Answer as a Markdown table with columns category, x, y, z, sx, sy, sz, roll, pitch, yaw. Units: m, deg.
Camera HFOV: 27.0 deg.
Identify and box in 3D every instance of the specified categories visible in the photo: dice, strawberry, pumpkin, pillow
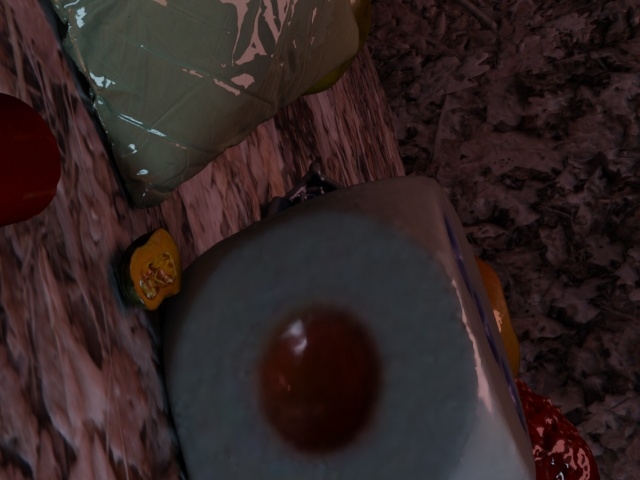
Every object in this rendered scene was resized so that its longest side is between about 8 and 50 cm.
| category | x | y | z | sx | sy | sz | roll | pitch | yaw |
| --- | --- | --- | --- | --- | --- | --- | --- | --- | --- |
| dice | 0.026 | 0.114 | 1.065 | 0.251 | 0.243 | 0.259 | 30 | 40 | -74 |
| strawberry | 0.185 | 0.253 | 1.541 | 0.277 | 0.257 | 0.257 | 64 | 2 | 32 |
| pumpkin | -0.128 | 0.022 | 0.962 | 0.083 | 0.028 | 0.050 | -46 | 122 | -70 |
| pillow | -0.098 | -0.209 | 1.035 | 0.274 | 0.076 | 0.281 | -40 | 125 | -31 |

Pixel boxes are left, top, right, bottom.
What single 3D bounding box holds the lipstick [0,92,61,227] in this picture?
| category | x | y | z | sx | sy | sz | roll | pitch | yaw |
| --- | --- | --- | --- | --- | --- | --- | --- | --- | --- |
| lipstick | -0.181 | -0.028 | 0.574 | 0.280 | 0.073 | 0.073 | -53 | 127 | -81 |

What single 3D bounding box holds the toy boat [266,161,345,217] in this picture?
| category | x | y | z | sx | sy | sz | roll | pitch | yaw |
| --- | --- | --- | --- | --- | --- | --- | --- | --- | --- |
| toy boat | 0.000 | 0.000 | 1.473 | 0.309 | 0.129 | 0.143 | -94 | 180 | -59 |

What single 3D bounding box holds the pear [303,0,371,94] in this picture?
| category | x | y | z | sx | sy | sz | roll | pitch | yaw |
| --- | --- | --- | --- | --- | --- | --- | --- | --- | --- |
| pear | -0.033 | -0.272 | 1.603 | 0.200 | 0.200 | 0.200 | -16 | 90 | -81 |

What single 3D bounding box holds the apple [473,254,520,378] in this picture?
| category | x | y | z | sx | sy | sz | roll | pitch | yaw |
| --- | --- | --- | --- | --- | --- | --- | --- | --- | --- |
| apple | 0.168 | 0.144 | 1.960 | 0.286 | 0.233 | 0.286 | -16 | 90 | -83 |
